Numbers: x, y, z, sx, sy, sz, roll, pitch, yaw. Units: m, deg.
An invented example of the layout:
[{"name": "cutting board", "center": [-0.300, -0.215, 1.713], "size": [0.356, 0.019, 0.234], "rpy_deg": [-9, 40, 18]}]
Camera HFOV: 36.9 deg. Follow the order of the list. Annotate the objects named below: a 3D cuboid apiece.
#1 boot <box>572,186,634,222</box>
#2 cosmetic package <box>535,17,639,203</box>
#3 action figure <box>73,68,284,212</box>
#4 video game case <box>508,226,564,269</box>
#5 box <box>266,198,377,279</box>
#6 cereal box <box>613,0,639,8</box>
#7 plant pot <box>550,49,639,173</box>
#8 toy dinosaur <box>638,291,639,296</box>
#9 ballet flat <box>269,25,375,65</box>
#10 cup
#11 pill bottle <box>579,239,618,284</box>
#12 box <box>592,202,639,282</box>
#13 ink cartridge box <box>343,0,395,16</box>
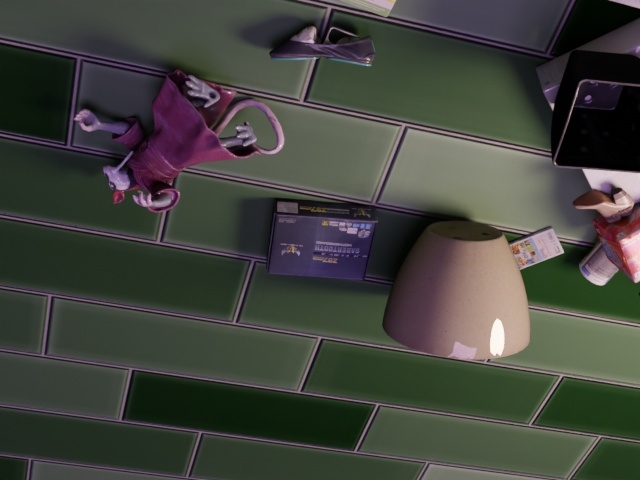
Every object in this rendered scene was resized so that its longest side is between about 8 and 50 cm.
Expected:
[{"name": "boot", "center": [0.600, -0.068, 2.025], "size": [0.118, 0.042, 0.087], "rpy_deg": [-14, 139, 19]}, {"name": "cosmetic package", "center": [0.642, -0.253, 1.948], "size": [0.284, 0.097, 0.377], "rpy_deg": [-23, 128, 19]}, {"name": "action figure", "center": [-0.308, -0.195, 1.940], "size": [0.370, 0.248, 0.276], "rpy_deg": [-32, 169, 38]}, {"name": "video game case", "center": [0.496, 0.020, 2.240], "size": [0.122, 0.011, 0.087], "rpy_deg": [-23, 129, 16]}, {"name": "box", "center": [0.000, 0.000, 2.164], "size": [0.233, 0.059, 0.183], "rpy_deg": [5, 132, -7]}, {"name": "cereal box", "center": [0.564, -0.492, 1.672], "size": [0.240, 0.047, 0.173], "rpy_deg": [27, 141, 31]}, {"name": "plant pot", "center": [0.525, -0.251, 1.774], "size": [0.188, 0.167, 0.188], "rpy_deg": [4, 130, -5]}, {"name": "toy dinosaur", "center": [0.805, 0.061, 2.164], "size": [0.160, 0.313, 0.121], "rpy_deg": [34, 119, 17]}, {"name": "ballet flat", "center": [0.005, -0.374, 1.835], "size": [0.203, 0.074, 0.074], "rpy_deg": [4, 131, 2]}, {"name": "cup", "center": [0.310, 0.090, 2.127], "size": [0.331, 0.331, 0.236], "rpy_deg": [2, 106, -5]}, {"name": "pill bottle", "center": [0.666, 0.032, 2.214], "size": [0.078, 0.078, 0.137], "rpy_deg": [19, 128, -18]}, {"name": "box", "center": [0.739, -0.038, 2.070], "size": [0.257, 0.128, 0.122], "rpy_deg": [-29, 116, 1]}, {"name": "ink cartridge box", "center": [0.091, -0.532, 1.703], "size": [0.171, 0.056, 0.235], "rpy_deg": [17, 131, -16]}]
